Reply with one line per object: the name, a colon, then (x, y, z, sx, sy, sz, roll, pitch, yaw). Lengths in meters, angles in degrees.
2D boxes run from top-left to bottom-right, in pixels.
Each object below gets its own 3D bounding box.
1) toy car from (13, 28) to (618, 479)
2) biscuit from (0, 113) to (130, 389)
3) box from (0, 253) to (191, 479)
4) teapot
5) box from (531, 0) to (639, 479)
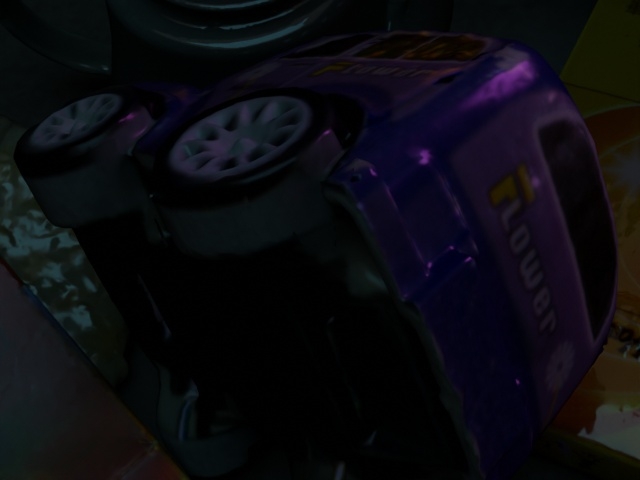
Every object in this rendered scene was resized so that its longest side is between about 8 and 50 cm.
toy car: (0.000, 0.000, 0.471, 0.158, 0.172, 0.235, -40, 35, -28)
biscuit: (-0.192, 0.027, 0.548, 0.219, 0.033, 0.220, 5, 63, -9)
box: (-0.149, 0.074, 0.488, 0.112, 0.048, 0.175, -39, 87, -25)
teapot: (-0.047, -0.120, 0.576, 0.239, 0.149, 0.163, 3, 61, 7)
box: (0.165, -0.015, 0.551, 0.152, 0.043, 0.269, 21, 64, 21)
